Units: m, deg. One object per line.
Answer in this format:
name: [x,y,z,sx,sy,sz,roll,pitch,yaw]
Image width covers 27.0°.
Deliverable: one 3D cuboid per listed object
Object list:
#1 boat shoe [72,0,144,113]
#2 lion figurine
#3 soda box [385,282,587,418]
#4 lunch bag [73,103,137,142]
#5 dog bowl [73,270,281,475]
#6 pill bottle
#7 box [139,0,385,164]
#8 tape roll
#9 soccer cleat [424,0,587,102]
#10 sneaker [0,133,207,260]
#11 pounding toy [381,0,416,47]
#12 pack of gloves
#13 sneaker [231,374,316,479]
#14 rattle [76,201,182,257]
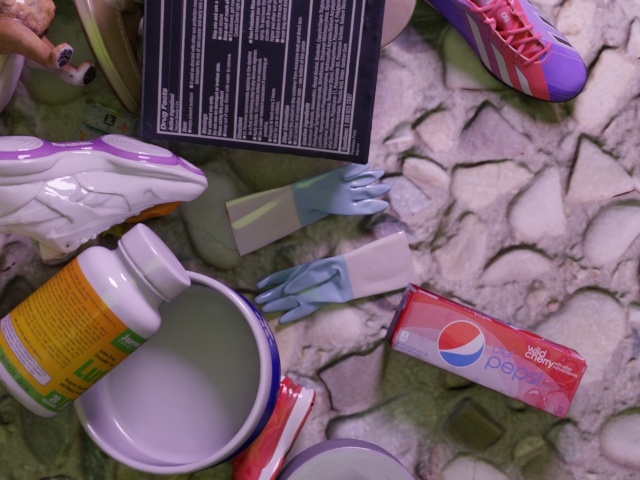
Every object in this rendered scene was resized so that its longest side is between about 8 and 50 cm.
boat shoe: [-0.275,-0.339,1.759,0.110,0.121,0.341,-19,92,-5]
lion figurine: [-0.440,-0.203,1.734,0.240,0.142,0.392,32,94,20]
soda box: [0.228,0.152,1.838,0.263,0.083,0.092,22,94,-5]
lunch bag: [-0.293,-0.138,1.797,0.071,0.053,0.083,23,80,-7]
dog bowl: [-0.188,0.174,1.751,0.265,0.104,0.264,-1,83,10]
pill bottle: [-0.286,0.094,1.654,0.246,0.136,0.136,-40,95,4]
box: [-0.067,-0.276,1.689,0.294,0.182,0.296,7,117,1]
tape roll: [0.036,0.386,1.832,0.219,0.072,0.219,0,90,-6]
soccer cleat: [0.241,-0.305,1.817,0.318,0.116,0.108,42,87,-5]
sneaker: [-0.294,-0.054,1.670,0.305,0.114,0.152,-1,110,-23]
pounding toy: [0.025,-0.334,1.816,0.183,0.110,0.237,38,114,-12]
pack of gloves: [0.000,0.000,1.843,0.232,0.046,0.195,-17,108,-7]
sneaker: [-0.108,0.277,1.820,0.128,0.087,0.221,28,76,3]
rattle: [-0.270,0.034,1.774,0.143,0.130,0.199,0,92,-24]
